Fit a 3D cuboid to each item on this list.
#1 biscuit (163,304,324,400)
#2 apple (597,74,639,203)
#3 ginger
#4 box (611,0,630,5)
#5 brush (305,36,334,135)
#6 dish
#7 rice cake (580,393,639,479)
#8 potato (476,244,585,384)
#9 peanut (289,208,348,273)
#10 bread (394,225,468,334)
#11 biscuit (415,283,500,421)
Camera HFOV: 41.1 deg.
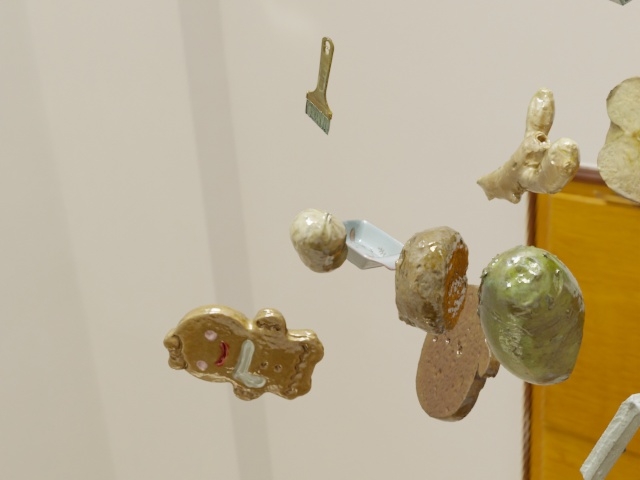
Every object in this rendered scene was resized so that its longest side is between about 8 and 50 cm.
[{"bbox_3d":[-0.123,0.177,1.354,0.035,0.249,0.184,-84,13,-59],"label":"biscuit"},{"bbox_3d":[0.790,-0.241,1.973,0.163,0.251,0.292,-17,-62,-43],"label":"apple"},{"bbox_3d":[0.581,-0.197,2.349,0.122,0.363,0.348,10,-54,-19],"label":"ginger"},{"bbox_3d":[0.810,-0.661,2.041,0.045,0.270,0.211,55,-164,-16],"label":"box"},{"bbox_3d":[0.004,-0.309,1.688,0.010,0.082,0.218,-29,-30,-28],"label":"brush"},{"bbox_3d":[0.121,0.027,2.166,0.154,0.234,0.064,-8,-59,-39],"label":"dish"},{"bbox_3d":[0.622,0.423,1.804,0.057,0.052,0.256,-16,-44,-40],"label":"rice cake"},{"bbox_3d":[0.361,0.130,1.452,0.141,0.176,0.298,-102,-10,-50],"label":"potato"},{"bbox_3d":[0.000,0.000,1.985,0.129,0.129,0.224,-64,-17,-17],"label":"peanut"},{"bbox_3d":[0.225,0.080,1.747,0.230,0.123,0.229,6,-90,-68],"label":"bread"},{"bbox_3d":[0.400,0.317,2.391,0.070,0.350,0.394,21,-91,-24],"label":"biscuit"}]
